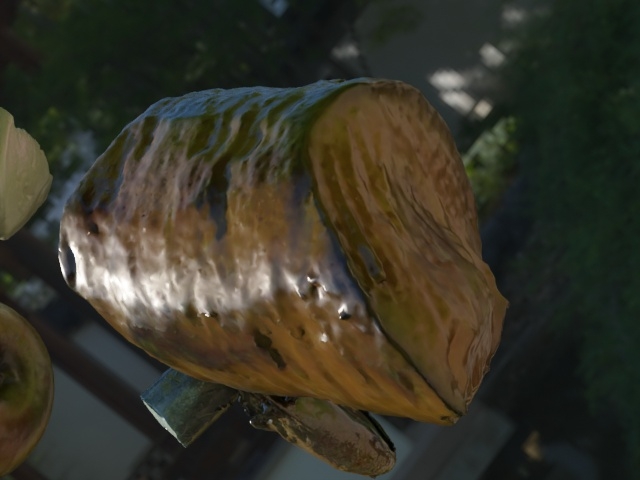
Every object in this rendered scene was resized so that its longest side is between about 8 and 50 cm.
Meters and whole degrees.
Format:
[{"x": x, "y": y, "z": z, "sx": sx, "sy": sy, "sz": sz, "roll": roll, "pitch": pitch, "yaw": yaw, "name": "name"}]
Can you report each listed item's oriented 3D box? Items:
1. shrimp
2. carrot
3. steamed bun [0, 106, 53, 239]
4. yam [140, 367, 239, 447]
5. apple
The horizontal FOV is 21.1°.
[{"x": -0.033, "y": 0.145, "z": 1.541, "sx": 0.066, "sy": 0.262, "sz": 0.117, "roll": -52, "pitch": 35, "yaw": 2, "name": "shrimp"}, {"x": 0.000, "y": 0.000, "z": 1.250, "sx": 0.341, "sy": 0.241, "sz": 0.241, "roll": 4, "pitch": 43, "yaw": 40, "name": "carrot"}, {"x": -0.421, "y": -0.079, "z": 1.912, "sx": 0.200, "sy": 0.226, "sz": 0.170, "roll": -97, "pitch": 0, "yaw": -75, "name": "steamed bun"}, {"x": -0.083, "y": 0.108, "z": 1.526, "sx": 0.169, "sy": 0.068, "sz": 0.068, "roll": -44, "pitch": 0, "yaw": -1, "name": "yam"}, {"x": -0.328, "y": 0.137, "z": 1.542, "sx": 0.155, "sy": 0.182, "sz": 0.182, "roll": -20, "pitch": 19, "yaw": 34, "name": "apple"}]
